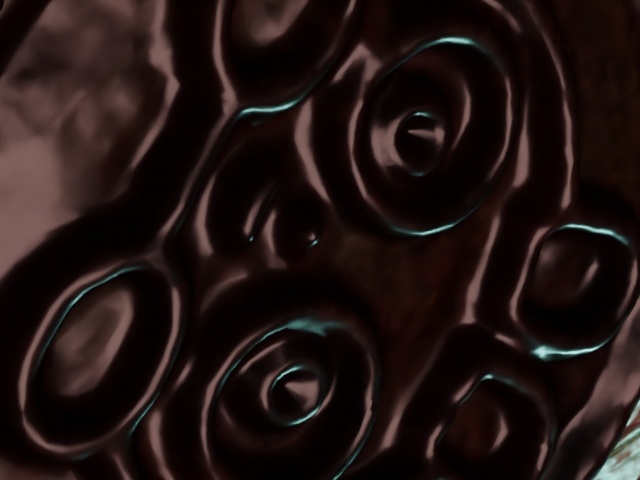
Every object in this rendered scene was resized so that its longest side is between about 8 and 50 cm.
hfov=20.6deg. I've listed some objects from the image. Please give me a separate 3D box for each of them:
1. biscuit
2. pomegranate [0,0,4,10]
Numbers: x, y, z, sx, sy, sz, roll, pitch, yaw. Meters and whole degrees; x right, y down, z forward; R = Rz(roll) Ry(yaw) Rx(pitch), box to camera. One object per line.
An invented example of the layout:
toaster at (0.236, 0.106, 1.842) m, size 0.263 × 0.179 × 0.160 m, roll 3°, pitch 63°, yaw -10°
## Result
biscuit at (0.000, 0.000, 0.698) m, size 0.407 × 0.091 × 0.407 m, roll -13°, pitch 112°, yaw -33°
pomegranate at (-0.179, -0.108, 0.487) m, size 0.210 × 0.210 × 0.235 m, roll 0°, pitch 129°, yaw -35°
